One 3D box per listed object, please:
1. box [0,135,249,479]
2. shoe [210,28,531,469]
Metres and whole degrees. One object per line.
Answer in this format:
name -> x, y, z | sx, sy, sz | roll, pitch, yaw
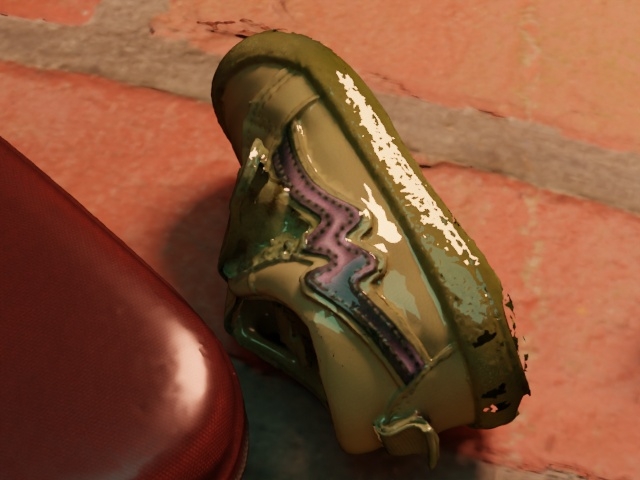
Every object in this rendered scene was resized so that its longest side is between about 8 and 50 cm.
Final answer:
box -> -0.226, 0.051, 0.764 | 0.404, 0.108, 0.263 | 38, 59, 26
shoe -> 0.006, -0.004, 0.792 | 0.128, 0.140, 0.262 | -23, 58, -26
